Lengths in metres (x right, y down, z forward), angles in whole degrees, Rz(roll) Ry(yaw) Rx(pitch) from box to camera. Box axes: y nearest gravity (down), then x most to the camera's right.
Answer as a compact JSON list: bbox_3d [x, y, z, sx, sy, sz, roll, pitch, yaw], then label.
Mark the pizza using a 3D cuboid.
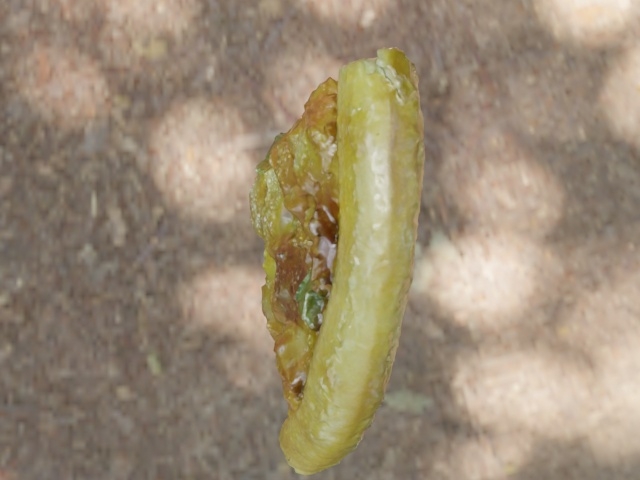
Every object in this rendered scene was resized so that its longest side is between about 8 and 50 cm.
[{"bbox_3d":[0.000,0.000,1.068,0.058,0.197,0.292,-1,130,-16],"label":"pizza"}]
